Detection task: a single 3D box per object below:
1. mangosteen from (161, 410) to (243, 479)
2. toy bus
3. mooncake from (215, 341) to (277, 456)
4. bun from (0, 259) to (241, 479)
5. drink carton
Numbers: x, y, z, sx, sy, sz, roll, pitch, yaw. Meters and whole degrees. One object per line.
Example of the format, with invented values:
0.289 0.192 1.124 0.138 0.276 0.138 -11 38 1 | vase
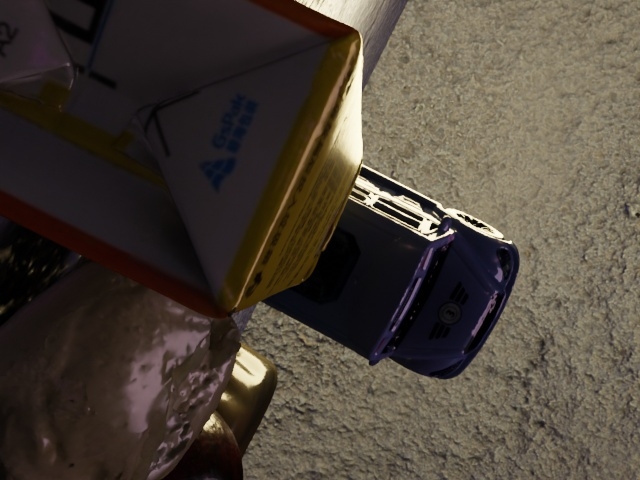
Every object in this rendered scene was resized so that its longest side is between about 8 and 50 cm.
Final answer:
-0.155 0.164 0.777 0.194 0.194 0.230 110 -22 -68 | mangosteen
0.000 0.000 0.735 0.125 0.292 0.133 -64 175 14 | toy bus
-0.170 0.219 1.011 0.290 0.161 0.290 -62 176 -9 | mooncake
-0.133 0.099 0.591 0.237 0.116 0.210 -47 173 33 | bun
-0.063 -0.048 0.490 0.111 0.154 0.351 -63 177 0 | drink carton
